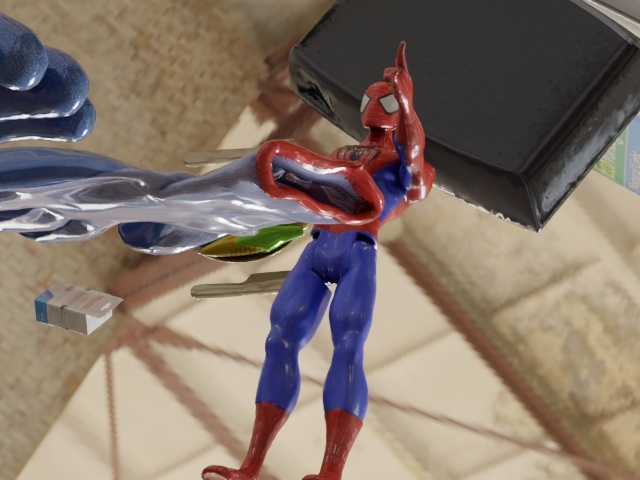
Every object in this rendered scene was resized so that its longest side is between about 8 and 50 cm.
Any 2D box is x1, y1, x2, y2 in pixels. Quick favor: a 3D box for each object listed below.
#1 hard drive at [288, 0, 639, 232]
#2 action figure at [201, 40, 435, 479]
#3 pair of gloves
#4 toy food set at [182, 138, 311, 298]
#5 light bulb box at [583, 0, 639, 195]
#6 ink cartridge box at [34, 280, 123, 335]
[{"bbox_3d":[0.103,-0.127,1.141,0.254,0.172,0.054,34,-12,37],"label":"hard drive"},{"bbox_3d":[0.000,0.000,0.900,0.091,0.280,0.139,3,-36,21],"label":"action figure"},{"bbox_3d":[-0.089,-0.027,0.425,0.159,0.023,0.198,-3,-16,39],"label":"pair of gloves"},{"bbox_3d":[-0.071,-0.032,1.502,0.132,0.192,0.038,-6,-41,-4],"label":"toy food set"},{"bbox_3d":[0.356,-0.243,1.349,0.225,0.361,0.358,31,-11,17],"label":"light bulb box"},{"bbox_3d":[-0.254,0.073,1.694,0.083,0.048,0.028,14,-59,24],"label":"ink cartridge box"}]
